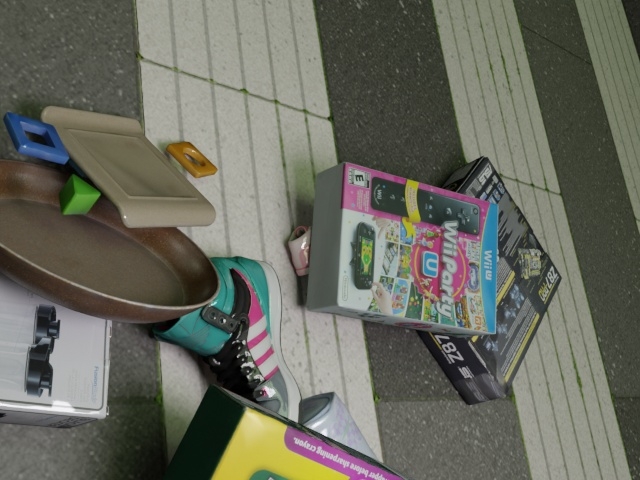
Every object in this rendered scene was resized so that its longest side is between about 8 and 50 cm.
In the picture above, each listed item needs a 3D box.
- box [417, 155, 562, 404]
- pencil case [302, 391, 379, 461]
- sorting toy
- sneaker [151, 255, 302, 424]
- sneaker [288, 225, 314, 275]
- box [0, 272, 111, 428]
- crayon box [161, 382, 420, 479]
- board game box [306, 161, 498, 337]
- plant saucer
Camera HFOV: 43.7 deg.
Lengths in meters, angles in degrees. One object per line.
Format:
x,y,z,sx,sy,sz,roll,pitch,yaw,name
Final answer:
0.299,0.062,1.517,0.318,0.097,0.395,53,43,-10,box
0.036,0.343,1.097,0.124,0.113,0.273,-41,102,-42,pencil case
-0.246,-0.083,1.019,0.196,0.047,0.347,49,22,19,sorting toy
-0.124,0.145,1.017,0.178,0.123,0.296,18,51,-45,sneaker
0.000,0.000,1.271,0.134,0.051,0.070,-30,99,-44,sneaker
-0.364,0.097,0.823,0.289,0.087,0.169,16,60,-40,box
-0.039,0.382,0.913,0.363,0.106,0.313,33,80,-31,crayon box
0.136,0.022,1.261,0.303,0.097,0.224,12,73,-30,board game box
-0.262,0.005,0.894,0.310,0.050,0.310,28,13,-7,plant saucer
